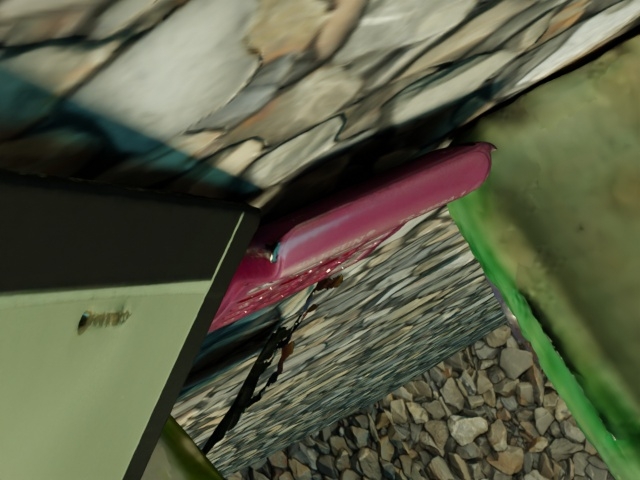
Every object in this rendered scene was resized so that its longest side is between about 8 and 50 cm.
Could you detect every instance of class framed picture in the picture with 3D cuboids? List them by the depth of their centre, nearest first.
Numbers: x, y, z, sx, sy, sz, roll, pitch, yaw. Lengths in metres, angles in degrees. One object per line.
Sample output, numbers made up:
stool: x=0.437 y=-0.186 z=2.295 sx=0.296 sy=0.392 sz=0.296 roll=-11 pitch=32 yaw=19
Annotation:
framed picture: x=-0.128 y=0.138 z=0.414 sx=0.347 sy=0.016 sz=0.265 roll=-65 pitch=168 yaw=6

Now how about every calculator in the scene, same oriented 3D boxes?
calculator: x=0.000 y=0.000 z=0.616 sx=0.126 sy=0.034 sz=0.190 roll=-26 pitch=175 yaw=-24

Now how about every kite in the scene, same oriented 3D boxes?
kite: x=-0.046 y=0.101 z=0.889 sx=0.141 sy=0.015 sz=0.245 roll=-60 pitch=-175 yaw=-35

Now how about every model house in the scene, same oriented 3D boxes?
model house: x=0.242 y=0.049 z=0.706 sx=0.245 sy=0.312 sz=0.280 roll=-32 pitch=164 yaw=-2

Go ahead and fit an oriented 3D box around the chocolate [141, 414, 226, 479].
chocolate: x=-0.219 y=0.221 z=0.797 sx=0.301 sy=0.137 sz=0.289 roll=-25 pitch=168 yaw=-18
